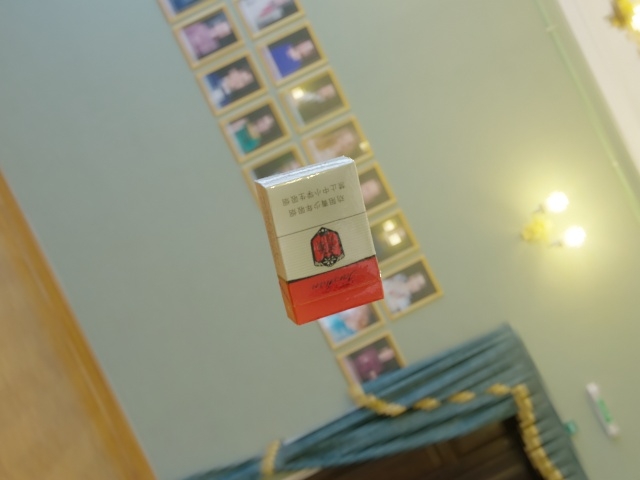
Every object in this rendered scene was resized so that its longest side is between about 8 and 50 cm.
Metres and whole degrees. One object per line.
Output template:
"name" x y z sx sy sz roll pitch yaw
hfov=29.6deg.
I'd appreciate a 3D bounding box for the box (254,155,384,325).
"box" 0.000 0.000 1.236 0.048 0.100 0.152 -138 -146 -69
